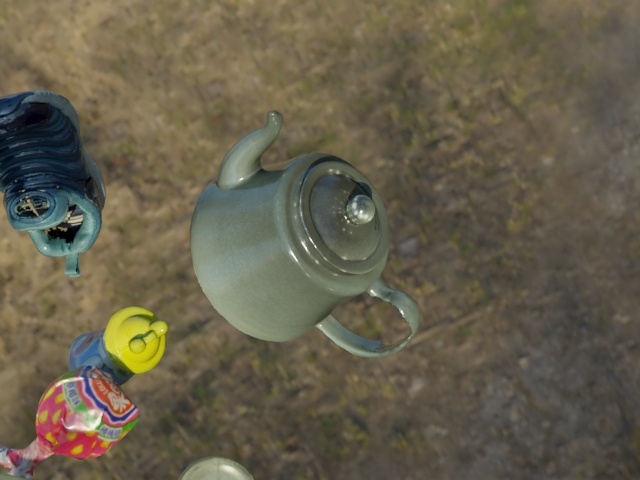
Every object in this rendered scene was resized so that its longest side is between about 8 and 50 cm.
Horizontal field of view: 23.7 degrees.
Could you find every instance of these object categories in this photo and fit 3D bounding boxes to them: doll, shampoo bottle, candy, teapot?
[{"bbox_3d":[-0.287,0.156,2.150,0.241,0.135,0.098,-27,69,57],"label":"doll"},{"bbox_3d":[-0.115,0.287,1.450,0.087,0.234,0.118,2,68,-13],"label":"shampoo bottle"},{"bbox_3d":[-0.397,0.304,2.044,0.365,0.124,0.124,-42,34,21],"label":"candy"},{"bbox_3d":[0.000,0.000,1.319,0.149,0.239,0.162,-25,11,44],"label":"teapot"}]

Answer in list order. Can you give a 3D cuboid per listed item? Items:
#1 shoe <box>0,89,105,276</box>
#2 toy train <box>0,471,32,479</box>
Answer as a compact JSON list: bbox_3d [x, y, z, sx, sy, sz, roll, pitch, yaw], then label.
[{"bbox_3d":[-0.255,-0.056,1.402,0.092,0.207,0.106,-13,51,7],"label":"shoe"},{"bbox_3d":[-0.216,0.131,0.488,0.159,0.272,0.188,29,90,45],"label":"toy train"}]
